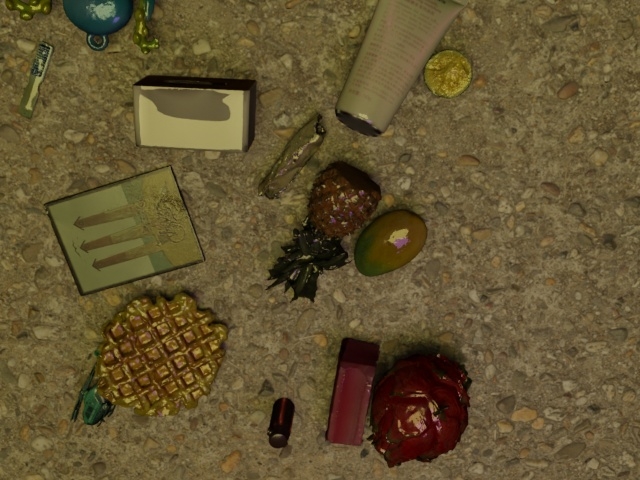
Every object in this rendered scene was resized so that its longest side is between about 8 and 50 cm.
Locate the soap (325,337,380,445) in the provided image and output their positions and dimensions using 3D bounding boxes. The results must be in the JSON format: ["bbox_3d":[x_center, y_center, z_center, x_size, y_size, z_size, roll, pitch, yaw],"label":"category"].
[{"bbox_3d":[0.076,0.379,2.003,0.099,0.162,0.250,9,107,0],"label":"soap"}]

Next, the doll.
[{"bbox_3d":[-0.484,-0.572,1.774,0.345,0.099,0.342,2,95,-3],"label":"doll"}]

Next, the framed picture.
[{"bbox_3d":[-0.461,-0.018,1.979,0.323,0.013,0.244,-16,106,6],"label":"framed picture"}]

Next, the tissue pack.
[{"bbox_3d":[-0.267,-0.276,1.815,0.246,0.159,0.136,2,109,1],"label":"tissue pack"}]

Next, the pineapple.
[{"bbox_3d":[0.003,0.001,1.903,0.165,0.165,0.365,26,113,-6],"label":"pineapple"}]

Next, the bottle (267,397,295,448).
[{"bbox_3d":[-0.097,0.443,2.029,0.060,0.164,0.060,1,108,2],"label":"bottle"}]

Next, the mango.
[{"bbox_3d":[0.157,0.009,1.927,0.130,0.092,0.195,37,114,-11],"label":"mango"}]

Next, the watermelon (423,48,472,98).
[{"bbox_3d":[0.278,-0.357,1.813,0.105,0.062,0.106,0,91,16],"label":"watermelon"}]

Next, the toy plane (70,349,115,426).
[{"bbox_3d":[-0.552,0.379,2.088,0.096,0.060,0.235,29,111,7],"label":"toy plane"}]

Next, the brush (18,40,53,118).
[{"bbox_3d":[-0.638,-0.356,1.872,0.033,0.030,0.179,20,107,-14],"label":"brush"}]

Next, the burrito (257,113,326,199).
[{"bbox_3d":[-0.060,-0.185,1.889,0.063,0.058,0.229,37,103,-4],"label":"burrito"}]

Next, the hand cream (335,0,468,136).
[{"bbox_3d":[0.154,-0.399,1.782,0.185,0.118,0.359,27,90,-2],"label":"hand cream"}]

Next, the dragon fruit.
[{"bbox_3d":[0.233,0.404,1.963,0.244,0.244,0.299,27,99,-6],"label":"dragon fruit"}]

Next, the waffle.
[{"bbox_3d":[-0.386,0.272,2.013,0.302,0.068,0.325,18,97,-15],"label":"waffle"}]
